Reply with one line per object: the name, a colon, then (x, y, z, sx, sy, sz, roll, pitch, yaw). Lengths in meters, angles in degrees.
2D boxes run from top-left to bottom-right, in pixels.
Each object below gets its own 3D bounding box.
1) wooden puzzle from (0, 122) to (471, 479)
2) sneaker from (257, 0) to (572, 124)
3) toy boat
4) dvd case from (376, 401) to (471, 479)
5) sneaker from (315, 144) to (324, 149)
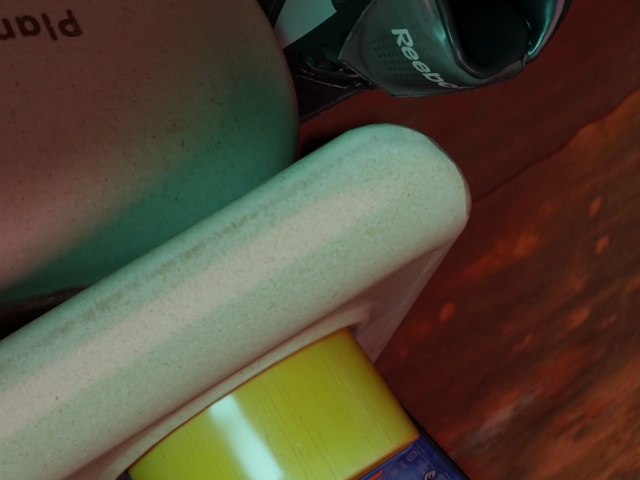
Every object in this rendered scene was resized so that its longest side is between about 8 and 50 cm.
wooden puzzle: (-0.090, 0.120, 0.693, 0.322, 0.080, 0.348, -31, 166, -13)
sneaker: (0.026, -0.087, 0.674, 0.078, 0.106, 0.234, 22, 137, -33)
toy boat: (-0.123, -0.028, 0.641, 0.231, 0.151, 0.151, -12, 159, -35)
dvd case: (-0.041, 0.180, 0.950, 0.253, 0.022, 0.180, -46, 141, -4)
sneaker: (0.000, 0.000, 0.834, 0.069, 0.038, 0.098, -6, 115, -38)
